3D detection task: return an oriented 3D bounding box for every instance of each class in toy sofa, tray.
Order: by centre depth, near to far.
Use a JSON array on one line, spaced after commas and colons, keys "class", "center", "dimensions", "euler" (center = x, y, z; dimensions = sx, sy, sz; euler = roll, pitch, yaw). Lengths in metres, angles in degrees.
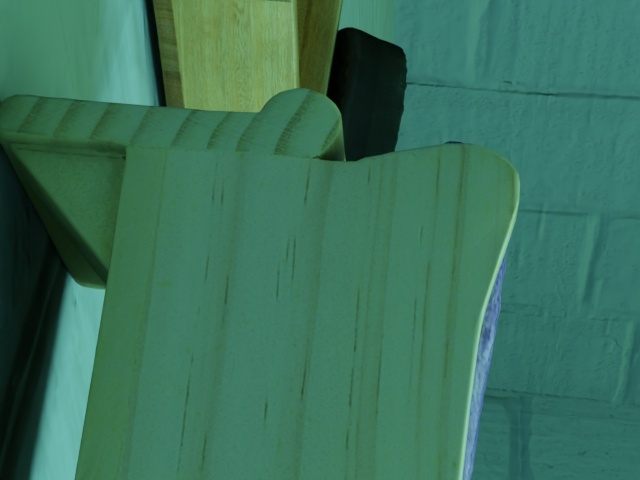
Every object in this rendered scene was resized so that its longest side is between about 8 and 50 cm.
[{"class": "toy sofa", "center": [-0.035, 0.141, 0.525], "dimensions": [0.150, 0.177, 0.362], "euler": [82, 13, -67]}, {"class": "tray", "center": [-0.022, -0.214, 0.932], "dimensions": [0.203, 0.076, 0.411], "euler": [88, 7, -51]}]

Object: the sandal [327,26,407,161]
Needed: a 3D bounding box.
[{"class": "sandal", "center": [0.008, 0.076, 0.925], "dimensions": [0.167, 0.107, 0.446], "euler": [-38, -146, 56]}]
